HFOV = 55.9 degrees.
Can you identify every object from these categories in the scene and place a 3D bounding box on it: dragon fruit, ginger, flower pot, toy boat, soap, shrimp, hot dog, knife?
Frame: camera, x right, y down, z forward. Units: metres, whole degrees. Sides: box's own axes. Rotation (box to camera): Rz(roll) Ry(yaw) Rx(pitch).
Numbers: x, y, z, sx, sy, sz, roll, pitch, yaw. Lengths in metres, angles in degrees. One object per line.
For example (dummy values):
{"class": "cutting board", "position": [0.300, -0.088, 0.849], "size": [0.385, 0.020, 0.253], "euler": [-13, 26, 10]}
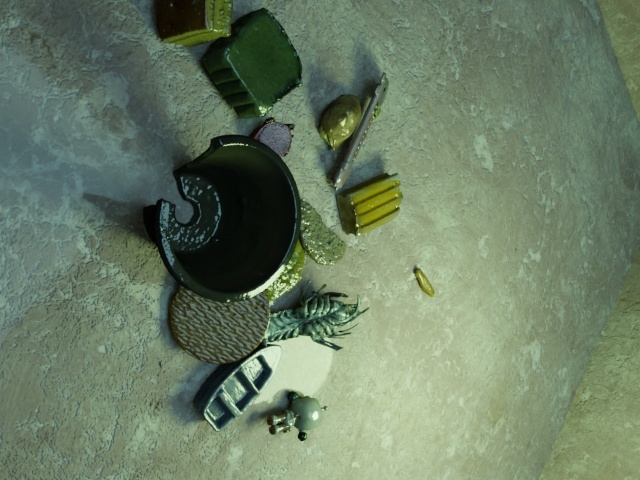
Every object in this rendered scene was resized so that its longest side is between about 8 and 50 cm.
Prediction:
{"class": "dragon fruit", "position": [-0.137, -0.272, 1.632], "size": [0.112, 0.068, 0.126], "euler": [18, 97, -25]}
{"class": "ginger", "position": [0.082, -0.374, 1.779], "size": [0.115, 0.123, 0.193], "euler": [41, 62, -15]}
{"class": "flower pot", "position": [-0.257, -0.050, 1.429], "size": [0.379, 0.251, 0.379], "euler": [-4, 97, -41]}
{"class": "toy boat", "position": [-0.215, 0.381, 1.637], "size": [0.283, 0.078, 0.127], "euler": [-45, 121, -28]}
{"class": "soap", "position": [0.164, -0.117, 1.905], "size": [0.232, 0.073, 0.140], "euler": [-27, 114, -36]}
{"class": "shrimp", "position": [-0.021, 0.223, 1.744], "size": [0.411, 0.166, 0.221], "euler": [-10, 81, -26]}
{"class": "hot dog", "position": [0.370, 0.154, 2.149], "size": [0.137, 0.028, 0.044], "euler": [54, 36, -34]}
{"class": "knife", "position": [0.130, -0.326, 1.841], "size": [0.398, 0.038, 0.132], "euler": [-64, 165, -10]}

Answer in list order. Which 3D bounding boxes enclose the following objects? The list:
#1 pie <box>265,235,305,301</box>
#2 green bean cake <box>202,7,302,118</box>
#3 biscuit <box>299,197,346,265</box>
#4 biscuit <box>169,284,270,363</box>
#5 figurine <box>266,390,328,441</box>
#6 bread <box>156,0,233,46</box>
{"class": "pie", "position": [-0.141, 0.039, 1.657], "size": [0.277, 0.079, 0.276], "euler": [-8, 103, -40]}
{"class": "green bean cake", "position": [-0.163, -0.448, 1.545], "size": [0.227, 0.125, 0.222], "euler": [-52, 123, -26]}
{"class": "biscuit", "position": [-0.003, 0.000, 1.773], "size": [0.250, 0.032, 0.133], "euler": [48, 44, -38]}
{"class": "biscuit", "position": [-0.258, 0.189, 1.549], "size": [0.262, 0.037, 0.261], "euler": [-2, 96, -16]}
{"class": "figurine", "position": [-0.073, 0.519, 1.774], "size": [0.197, 0.093, 0.147], "euler": [-7, 78, -32]}
{"class": "bread", "position": [-0.286, -0.578, 1.382], "size": [0.111, 0.184, 0.234], "euler": [4, 93, -47]}
